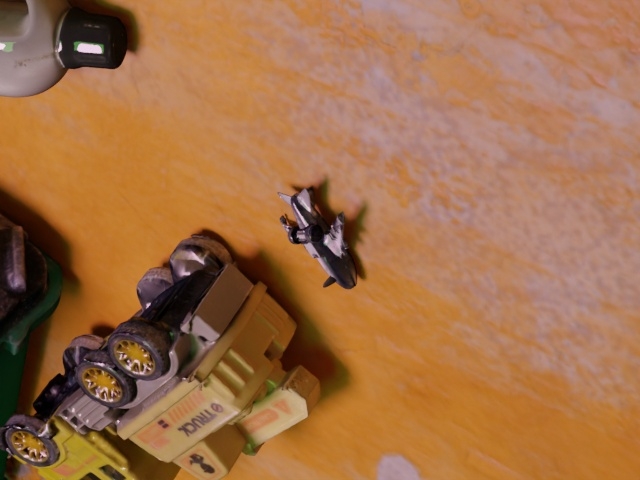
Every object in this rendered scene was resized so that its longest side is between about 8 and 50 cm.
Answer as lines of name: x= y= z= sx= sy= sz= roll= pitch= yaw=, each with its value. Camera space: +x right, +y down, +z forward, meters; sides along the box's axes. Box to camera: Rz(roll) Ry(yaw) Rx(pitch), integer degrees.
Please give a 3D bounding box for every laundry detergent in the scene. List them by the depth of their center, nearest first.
laundry detergent: x=-0.248 y=-0.153 z=1.209 sx=0.226 sy=0.070 sz=0.099 roll=8 pitch=114 yaw=15

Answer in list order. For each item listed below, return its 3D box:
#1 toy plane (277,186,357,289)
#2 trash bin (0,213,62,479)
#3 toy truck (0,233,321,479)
toy plane: x=0.000 y=0.000 z=1.171 sx=0.078 sy=0.031 sz=0.083 roll=-4 pitch=116 yaw=59
trash bin: x=-0.397 y=0.138 z=1.431 sx=0.259 sy=0.295 sz=0.381 roll=33 pitch=142 yaw=17
toy truck: x=-0.118 y=0.122 z=1.298 sx=0.157 sy=0.124 sz=0.272 roll=42 pitch=136 yaw=-9
